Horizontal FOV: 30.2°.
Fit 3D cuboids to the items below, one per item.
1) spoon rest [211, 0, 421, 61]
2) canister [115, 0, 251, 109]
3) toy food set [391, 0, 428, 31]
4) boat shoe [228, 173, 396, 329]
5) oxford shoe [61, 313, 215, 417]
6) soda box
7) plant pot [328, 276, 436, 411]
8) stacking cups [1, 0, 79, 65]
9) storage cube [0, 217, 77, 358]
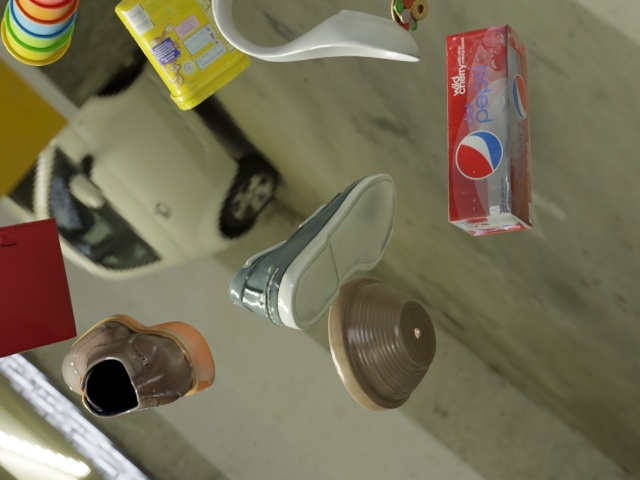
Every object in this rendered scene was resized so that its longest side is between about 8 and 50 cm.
[{"bbox_3d":[-0.008,-0.255,1.490,0.276,0.084,0.137,16,-173,15],"label":"spoon rest"},{"bbox_3d":[-0.195,-0.290,1.683,0.170,0.126,0.073,56,170,-24],"label":"canister"},{"bbox_3d":[0.156,-0.413,2.116,0.020,0.083,0.083,13,152,43],"label":"toy food set"},{"bbox_3d":[0.000,0.000,1.434,0.099,0.319,0.116,6,120,26],"label":"boat shoe"},{"bbox_3d":[-0.298,0.183,1.682,0.363,0.132,0.130,-15,97,53],"label":"oxford shoe"},{"bbox_3d":[0.223,-0.144,1.569,0.092,0.263,0.083,-7,163,29],"label":"soda box"},{"bbox_3d":[0.125,0.171,2.066,0.109,0.237,0.237,-19,133,33],"label":"plant pot"},{"bbox_3d":[-0.346,-0.304,1.472,0.096,0.096,0.316,41,164,-7],"label":"stacking cups"},{"bbox_3d":[-0.514,0.079,1.835,0.183,0.193,0.215,-7,-176,43],"label":"storage cube"}]
